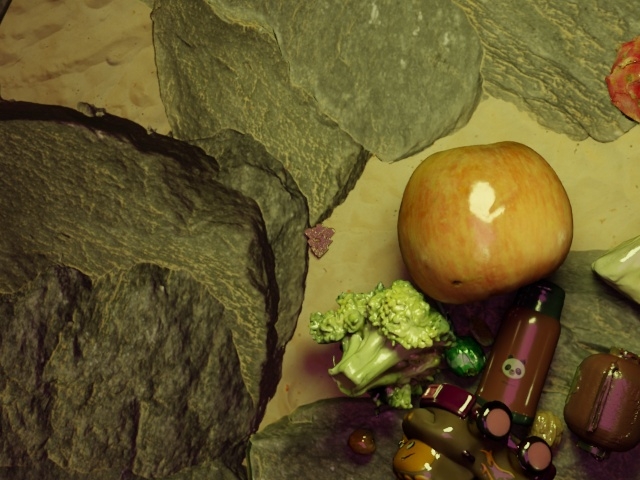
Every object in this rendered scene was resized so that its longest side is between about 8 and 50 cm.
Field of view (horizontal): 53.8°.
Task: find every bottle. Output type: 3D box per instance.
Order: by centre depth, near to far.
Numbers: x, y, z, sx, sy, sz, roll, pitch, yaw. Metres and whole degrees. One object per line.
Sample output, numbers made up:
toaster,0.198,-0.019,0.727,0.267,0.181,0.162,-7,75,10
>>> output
bottle,0.479,0.254,1.481,0.143,0.144,0.336,20,87,13

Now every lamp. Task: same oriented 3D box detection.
lamp,0.646,0.366,1.417,0.180,0.180,0.258,20,86,13

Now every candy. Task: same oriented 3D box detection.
candy,0.307,0.186,1.565,0.097,0.097,0.324,-26,70,7

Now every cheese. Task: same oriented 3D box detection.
cheese,0.794,0.064,1.425,0.248,0.173,0.251,-46,77,12

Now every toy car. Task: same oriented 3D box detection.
toy car,0.323,0.487,1.379,0.340,0.271,0.240,39,70,-2

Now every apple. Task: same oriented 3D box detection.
apple,0.366,-0.045,1.418,0.391,0.391,0.347,-14,82,9

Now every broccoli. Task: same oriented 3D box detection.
broccoli,0.143,0.262,1.447,0.347,0.280,0.293,-17,99,51

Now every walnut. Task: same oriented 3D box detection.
walnut,0.528,0.447,1.485,0.078,0.082,0.096,19,86,-16

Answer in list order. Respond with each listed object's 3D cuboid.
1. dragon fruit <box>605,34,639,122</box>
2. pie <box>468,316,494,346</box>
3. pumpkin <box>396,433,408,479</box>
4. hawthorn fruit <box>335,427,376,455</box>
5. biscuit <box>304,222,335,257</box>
dragon fruit,0.791,-0.366,1.498,0.161,0.126,0.274,-38,78,4
pie,0.390,0.222,1.540,0.084,0.084,0.021,52,123,12
pumpkin,0.226,0.606,1.467,0.139,0.190,0.281,6,84,13
hawthorn fruit,0.088,0.508,1.574,0.103,0.066,0.067,-19,80,21
biscuit,0.000,0.000,1.668,0.082,0.016,0.092,-4,84,6
